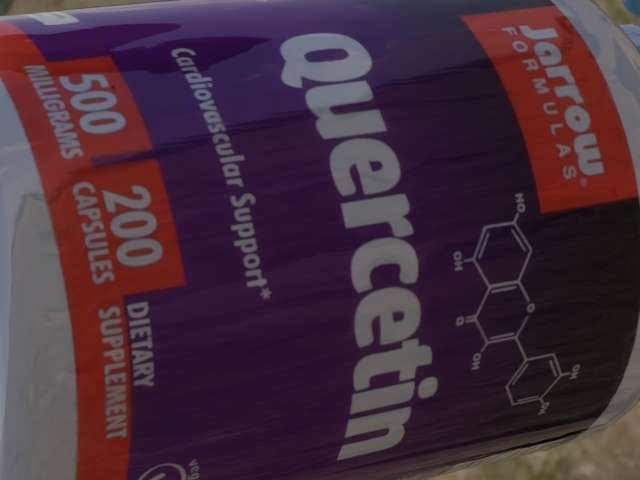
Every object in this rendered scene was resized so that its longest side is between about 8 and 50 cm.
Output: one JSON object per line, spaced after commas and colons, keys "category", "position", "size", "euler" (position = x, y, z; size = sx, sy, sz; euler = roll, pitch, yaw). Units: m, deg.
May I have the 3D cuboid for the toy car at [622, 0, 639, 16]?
{"category": "toy car", "position": [0.133, -0.221, 1.275], "size": [0.238, 0.210, 0.219], "euler": [128, 135, -62]}

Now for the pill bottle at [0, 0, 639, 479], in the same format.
{"category": "pill bottle", "position": [0.000, 0.000, 0.659], "size": [0.181, 0.323, 0.181], "euler": [32, 127, 56]}
